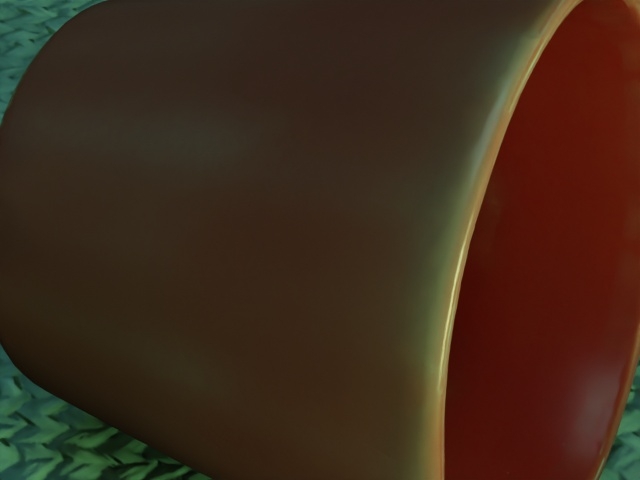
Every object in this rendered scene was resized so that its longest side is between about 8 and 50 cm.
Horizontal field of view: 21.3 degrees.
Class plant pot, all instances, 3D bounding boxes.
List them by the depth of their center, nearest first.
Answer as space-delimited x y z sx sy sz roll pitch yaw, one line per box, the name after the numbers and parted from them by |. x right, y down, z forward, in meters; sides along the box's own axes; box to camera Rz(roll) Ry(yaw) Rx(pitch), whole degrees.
0.000 0.000 0.766 0.243 0.275 0.275 12 37 25 | plant pot
